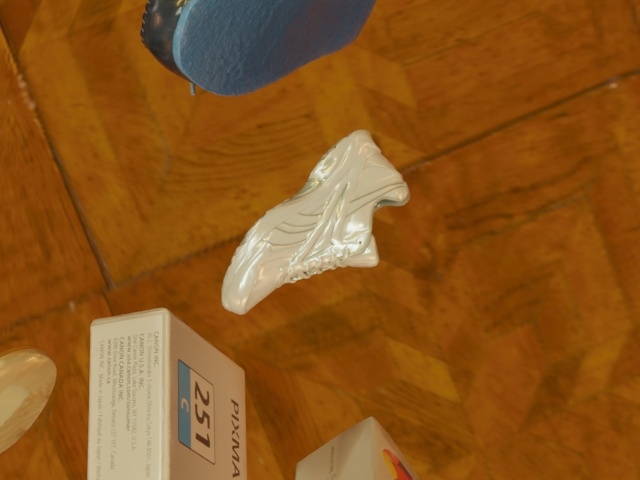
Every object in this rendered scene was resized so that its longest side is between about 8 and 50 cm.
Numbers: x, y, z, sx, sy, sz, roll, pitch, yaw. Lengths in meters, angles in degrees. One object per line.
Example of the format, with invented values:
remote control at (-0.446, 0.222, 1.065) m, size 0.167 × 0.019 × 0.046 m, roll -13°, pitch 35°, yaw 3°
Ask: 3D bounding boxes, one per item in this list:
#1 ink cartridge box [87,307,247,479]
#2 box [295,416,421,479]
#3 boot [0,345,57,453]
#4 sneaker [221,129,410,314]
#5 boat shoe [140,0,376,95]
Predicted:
ink cartridge box at (-0.081, 0.230, 1.088) m, size 0.066 × 0.261 × 0.296 m, roll -10°, pitch 64°, yaw 17°
box at (0.056, 0.163, 0.503) m, size 0.038 × 0.145 × 0.186 m, roll -32°, pitch 103°, yaw 10°
boot at (-0.367, 0.119, 1.414) m, size 0.295 × 0.211 × 0.104 m, roll -41°, pitch 140°, yaw 23°
sneaker at (0.000, 0.000, 1.569) m, size 0.115 × 0.090 × 0.232 m, roll 43°, pitch 86°, yaw 7°
boat shoe at (-0.052, -0.152, 1.019) m, size 0.089 × 0.258 × 0.109 m, roll 32°, pitch 109°, yaw 17°
